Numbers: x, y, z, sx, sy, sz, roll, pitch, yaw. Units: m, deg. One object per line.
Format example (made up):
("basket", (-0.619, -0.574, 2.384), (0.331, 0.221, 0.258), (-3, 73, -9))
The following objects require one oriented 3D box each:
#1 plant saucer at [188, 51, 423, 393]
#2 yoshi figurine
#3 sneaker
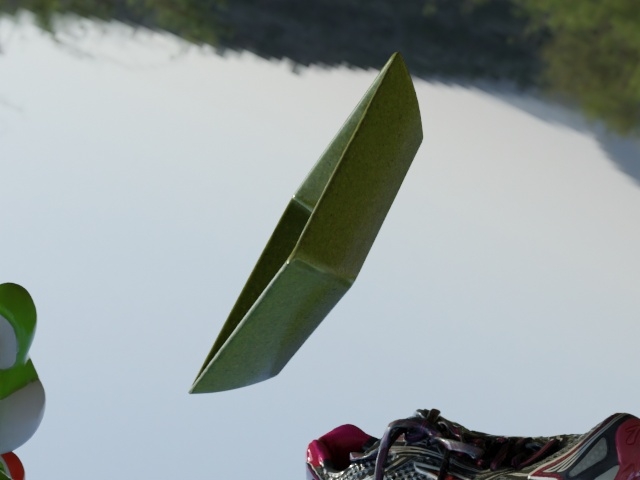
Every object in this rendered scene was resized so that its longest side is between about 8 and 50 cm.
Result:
("plant saucer", (0.000, 0.000, 1.134), (0.045, 0.188, 0.188), (30, -128, -5))
("yoshi figurine", (-0.323, 0.207, 1.477), (0.204, 0.362, 0.203), (6, -163, -16))
("sneaker", (0.091, 0.158, 1.160), (0.121, 0.112, 0.299), (-20, 178, -44))
